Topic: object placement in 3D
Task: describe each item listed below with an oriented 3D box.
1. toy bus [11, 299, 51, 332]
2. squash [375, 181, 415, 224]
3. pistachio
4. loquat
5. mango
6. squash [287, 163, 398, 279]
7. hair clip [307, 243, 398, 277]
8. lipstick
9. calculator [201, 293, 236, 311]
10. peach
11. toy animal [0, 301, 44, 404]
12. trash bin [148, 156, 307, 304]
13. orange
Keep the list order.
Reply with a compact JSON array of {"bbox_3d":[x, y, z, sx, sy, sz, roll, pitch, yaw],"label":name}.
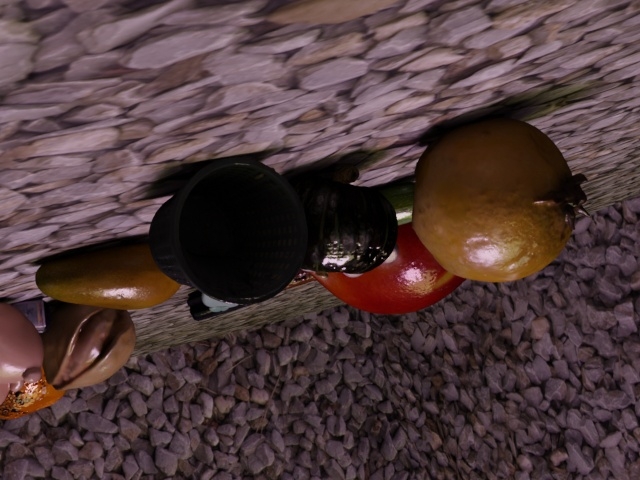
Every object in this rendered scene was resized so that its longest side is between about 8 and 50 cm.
[{"bbox_3d":[-0.528,0.146,1.982,0.072,0.057,0.172,-4,169,-22],"label":"toy bus"},{"bbox_3d":[0.086,-0.045,1.848,0.219,0.068,0.077,-19,171,26],"label":"squash"},{"bbox_3d":[-0.442,0.192,2.073,0.293,0.162,0.182,-22,-147,56],"label":"pistachio"},{"bbox_3d":[0.246,-0.055,1.525,0.243,0.244,0.244,-16,173,-2],"label":"loquat"},{"bbox_3d":[-0.306,0.054,1.640,0.227,0.099,0.136,-1,172,-34],"label":"mango"},{"bbox_3d":[0.014,-0.022,1.542,0.193,0.156,0.193,-9,-167,2],"label":"squash"},{"bbox_3d":[0.001,0.005,1.816,0.257,0.146,0.075,1,-142,2],"label":"hair clip"},{"bbox_3d":[-0.094,0.081,2.407,0.418,0.077,0.077,-20,172,14],"label":"lipstick"},{"bbox_3d":[-0.202,0.108,2.346,0.095,0.021,0.153,1,140,-18],"label":"calculator"},{"bbox_3d":[0.136,0.046,2.145,0.361,0.201,0.257,-19,174,19],"label":"peach"},{"bbox_3d":[-0.568,0.192,1.850,0.197,0.171,0.171,-24,170,29],"label":"toy animal"},{"bbox_3d":[-0.126,-0.006,1.350,0.175,0.175,0.161,-13,-178,-28],"label":"trash bin"},{"bbox_3d":[-0.614,0.267,2.284,0.234,0.182,0.234,-28,170,-5],"label":"orange"}]
